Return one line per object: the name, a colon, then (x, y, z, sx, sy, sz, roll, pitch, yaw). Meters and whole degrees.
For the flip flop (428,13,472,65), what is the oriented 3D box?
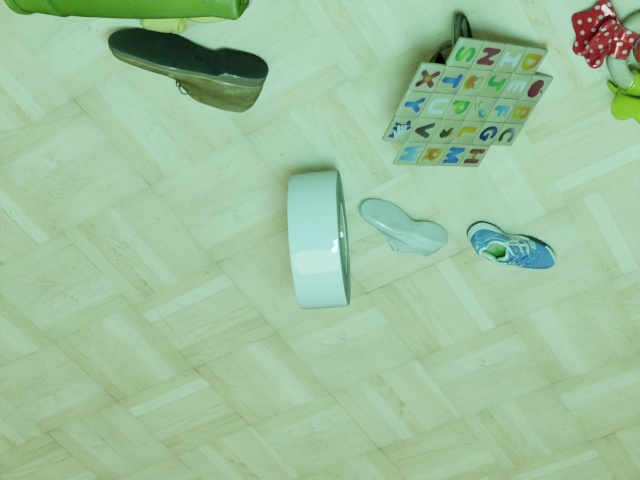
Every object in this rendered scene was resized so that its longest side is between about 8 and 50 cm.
flip flop: (0.235, -0.302, 1.809, 0.080, 0.112, 0.277, 15, 134, 9)

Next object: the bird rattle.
bird rattle: (0.593, -0.351, 1.764, 0.207, 0.143, 0.253, -28, 109, 9)

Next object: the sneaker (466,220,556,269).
sneaker: (0.420, 0.029, 2.063, 0.211, 0.081, 0.080, 15, 125, -11)

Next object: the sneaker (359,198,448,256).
sneaker: (0.167, -0.015, 2.049, 0.212, 0.080, 0.094, 24, 137, -17)

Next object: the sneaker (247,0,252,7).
sneaker: (-0.187, -0.430, 1.745, 0.119, 0.057, 0.047, -12, 128, 13)

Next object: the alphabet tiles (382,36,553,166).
alphabet tiles: (0.284, -0.252, 1.785, 0.342, 0.011, 0.285, -2, 134, -36)

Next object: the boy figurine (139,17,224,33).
boy figurine: (-0.209, -0.460, 1.681, 0.285, 0.092, 0.177, -39, 80, 28)

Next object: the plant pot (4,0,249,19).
plant pot: (-0.272, -0.498, 1.474, 0.353, 0.366, 0.366, 13, 128, 1)

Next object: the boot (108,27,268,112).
boot: (-0.262, -0.320, 1.810, 0.305, 0.112, 0.115, 14, 138, -11)

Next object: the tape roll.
tape roll: (0.000, 0.000, 1.930, 0.100, 0.286, 0.286, -5, 128, 5)
